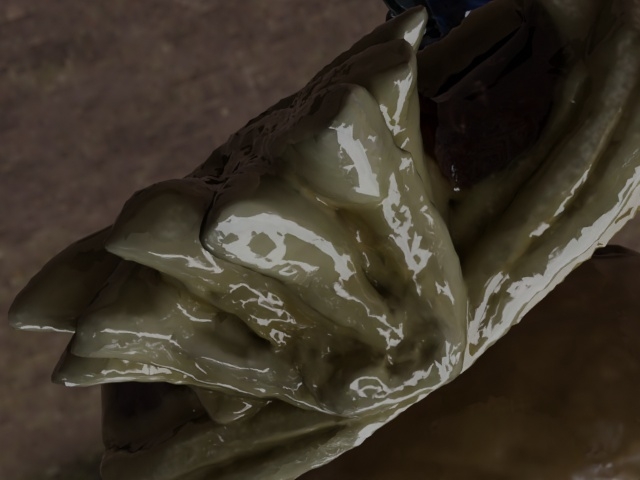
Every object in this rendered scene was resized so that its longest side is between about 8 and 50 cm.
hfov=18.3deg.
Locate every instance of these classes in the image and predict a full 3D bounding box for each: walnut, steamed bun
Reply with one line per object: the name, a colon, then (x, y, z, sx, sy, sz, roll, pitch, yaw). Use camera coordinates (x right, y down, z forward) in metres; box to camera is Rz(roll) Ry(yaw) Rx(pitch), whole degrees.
walnut: (0.152, 0.163, 1.386, 0.383, 0.384, 0.383, -19, 164, -6)
steamed bun: (0.000, 0.000, 0.976, 0.428, 0.189, 0.247, -36, -160, 26)

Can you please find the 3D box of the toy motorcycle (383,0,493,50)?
toy motorcycle: (0.206, -0.200, 1.719, 0.319, 0.182, 0.241, -7, 143, 14)
